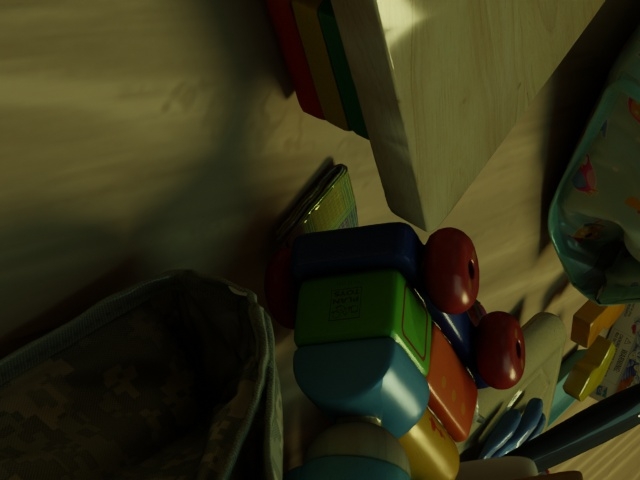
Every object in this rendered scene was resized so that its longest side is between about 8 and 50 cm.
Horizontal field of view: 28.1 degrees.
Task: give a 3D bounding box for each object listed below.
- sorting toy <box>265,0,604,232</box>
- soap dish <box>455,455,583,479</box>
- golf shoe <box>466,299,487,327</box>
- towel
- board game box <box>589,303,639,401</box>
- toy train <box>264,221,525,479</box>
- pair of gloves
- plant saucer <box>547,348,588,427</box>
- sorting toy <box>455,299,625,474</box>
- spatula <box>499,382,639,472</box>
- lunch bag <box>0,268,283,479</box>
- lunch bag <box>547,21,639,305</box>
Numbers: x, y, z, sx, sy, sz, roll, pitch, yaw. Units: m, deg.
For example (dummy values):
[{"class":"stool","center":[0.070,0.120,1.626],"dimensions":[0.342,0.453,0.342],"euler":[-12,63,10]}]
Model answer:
[{"class":"sorting toy","center":[0.066,-0.178,0.546],"dimensions":[0.255,0.089,0.257],"euler":[-52,153,-18]},{"class":"soap dish","center":[0.037,0.272,0.804],"dimensions":[0.229,0.118,0.291],"euler":[-6,133,-16]},{"class":"golf shoe","center":[0.038,0.107,0.831],"dimensions":[0.086,0.067,0.186],"euler":[5,126,-24]},{"class":"towel","center":[0.000,0.000,0.697],"dimensions":[0.060,0.009,0.083],"euler":[-51,154,-21]},{"class":"board game box","center":[0.446,0.061,1.320],"dimensions":[0.078,0.233,0.347],"euler":[-23,135,-53]},{"class":"toy train","center":[0.053,0.108,0.676],"dimensions":[0.248,0.105,0.143],"euler":[54,36,-50]},{"class":"pair of gloves","center":[0.142,0.228,1.078],"dimensions":[0.159,0.023,0.198],"euler":[-41,142,-26]},{"class":"plant saucer","center":[0.210,0.167,1.243],"dimensions":[0.192,0.018,0.067],"euler":[-30,140,-46]},{"class":"sorting toy","center":[0.160,0.168,1.116],"dimensions":[0.307,0.041,0.229],"euler":[-38,142,-32]},{"class":"spatula","center":[0.091,0.151,0.818],"dimensions":[0.296,0.030,0.084],"euler":[-20,134,-2]},{"class":"lunch bag","center":[-0.099,0.174,0.518],"dimensions":[0.287,0.169,0.235],"euler":[-45,148,-45]},{"class":"lunch bag","center":[0.293,-0.080,0.990],"dimensions":[0.223,0.160,0.262],"euler":[-51,164,-27]}]
